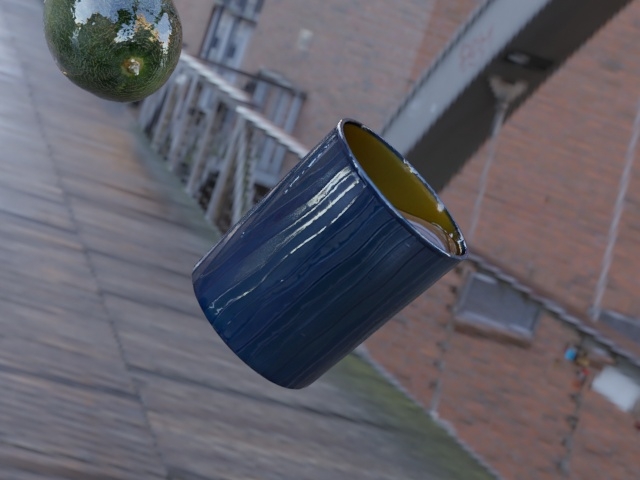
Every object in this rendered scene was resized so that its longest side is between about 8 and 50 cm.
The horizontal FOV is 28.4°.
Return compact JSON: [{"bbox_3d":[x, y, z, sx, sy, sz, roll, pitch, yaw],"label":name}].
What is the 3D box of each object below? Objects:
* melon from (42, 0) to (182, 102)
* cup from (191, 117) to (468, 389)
[{"bbox_3d":[-0.175,-0.180,1.071,0.114,0.114,0.167,14,26,-31],"label":"melon"},{"bbox_3d":[0.007,0.008,0.802,0.113,0.138,0.150,48,17,1],"label":"cup"}]
